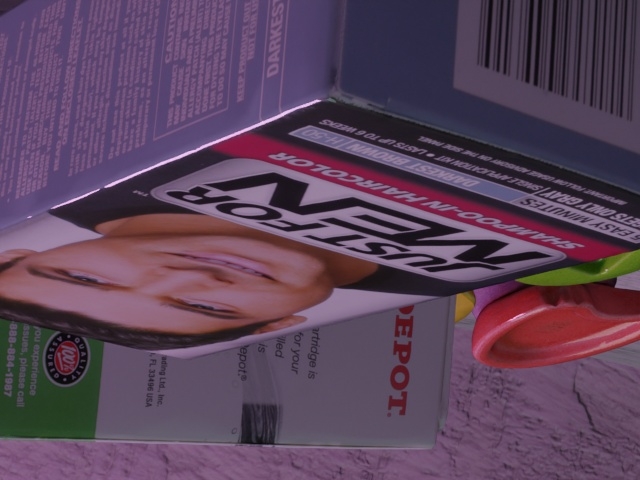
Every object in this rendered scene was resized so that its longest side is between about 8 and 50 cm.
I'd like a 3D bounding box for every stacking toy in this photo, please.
[{"bbox_3d":[0.161,-0.015,1.394,0.279,0.130,0.309,-25,155,36],"label":"stacking toy"}]

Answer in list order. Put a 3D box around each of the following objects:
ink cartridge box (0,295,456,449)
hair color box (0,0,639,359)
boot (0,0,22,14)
[{"bbox_3d":[-0.070,0.016,1.175,0.289,0.211,0.121,5,-179,-23],"label":"ink cartridge box"},{"bbox_3d":[-0.027,-0.042,0.806,0.185,0.114,0.374,16,161,-33],"label":"hair color box"},{"bbox_3d":[-0.143,-0.093,1.021,0.258,0.095,0.123,9,167,24],"label":"boot"}]
